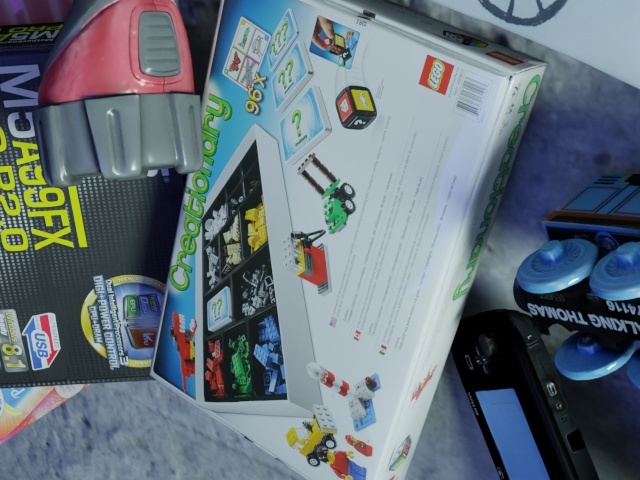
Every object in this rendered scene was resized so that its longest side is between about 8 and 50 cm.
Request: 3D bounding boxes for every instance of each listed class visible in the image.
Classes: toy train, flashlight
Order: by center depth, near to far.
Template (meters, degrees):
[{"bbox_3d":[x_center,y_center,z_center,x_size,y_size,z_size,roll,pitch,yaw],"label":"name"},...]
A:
[{"bbox_3d":[0.175,0.018,0.490,0.184,0.105,0.080,7,130,57],"label":"toy train"},{"bbox_3d":[-0.131,-0.186,0.612,0.103,0.103,0.304,-7,92,-3],"label":"flashlight"}]

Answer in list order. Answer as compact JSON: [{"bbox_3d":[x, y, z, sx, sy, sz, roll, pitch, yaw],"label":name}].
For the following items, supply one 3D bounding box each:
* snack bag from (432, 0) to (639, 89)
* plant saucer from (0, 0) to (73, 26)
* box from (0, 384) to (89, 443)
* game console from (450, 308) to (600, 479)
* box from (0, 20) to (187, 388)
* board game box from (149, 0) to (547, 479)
[{"bbox_3d":[0.101,-0.249,0.447,0.342,0.037,0.323,32,128,29],"label":"snack bag"},{"bbox_3d":[-0.320,-0.172,0.829,0.332,0.084,0.332,21,126,31],"label":"plant saucer"},{"bbox_3d":[-0.379,0.090,0.982,0.300,0.154,0.142,4,117,39],"label":"box"},{"bbox_3d":[0.154,0.215,0.631,0.213,0.044,0.361,-32,78,66],"label":"game console"},{"bbox_3d":[-0.199,-0.020,0.755,0.216,0.060,0.270,-2,118,1],"label":"box"},{"bbox_3d":[0.000,0.000,0.651,0.193,0.053,0.305,29,120,25],"label":"board game box"}]
